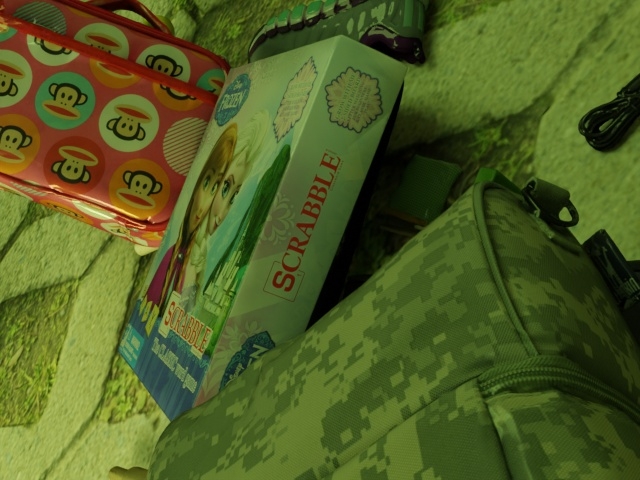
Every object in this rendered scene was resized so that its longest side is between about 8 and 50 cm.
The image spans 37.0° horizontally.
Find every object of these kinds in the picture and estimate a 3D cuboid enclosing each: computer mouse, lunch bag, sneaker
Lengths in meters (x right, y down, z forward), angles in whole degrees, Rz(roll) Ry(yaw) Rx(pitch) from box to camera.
[{"bbox_3d":[0.258,-0.054,0.653,0.106,0.042,0.193,-39,39,19],"label":"computer mouse"},{"bbox_3d":[0.048,0.135,0.524,0.305,0.213,0.256,-38,45,24],"label":"lunch bag"},{"bbox_3d":[0.009,-0.186,0.963,0.224,0.083,0.098,-18,61,39],"label":"sneaker"},{"bbox_3d":[-0.246,-0.152,1.067,0.120,0.293,0.258,116,174,-77],"label":"lunch bag"}]

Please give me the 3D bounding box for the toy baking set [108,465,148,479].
[{"bbox_3d":[-0.198,0.318,0.937,0.256,0.030,0.196,8,75,49],"label":"toy baking set"}]

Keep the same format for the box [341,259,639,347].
[{"bbox_3d":[0.111,0.165,0.665,0.293,0.073,0.295,-3,66,45],"label":"box"}]

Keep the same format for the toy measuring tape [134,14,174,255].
[{"bbox_3d":[-0.224,-0.148,1.162,0.121,0.121,0.330,-22,54,38],"label":"toy measuring tape"}]

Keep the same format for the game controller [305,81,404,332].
[{"bbox_3d":[0.000,0.000,0.851,0.166,0.067,0.319,-9,61,66],"label":"game controller"}]

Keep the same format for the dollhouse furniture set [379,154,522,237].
[{"bbox_3d":[0.097,-0.037,0.799,0.152,0.059,0.076,18,82,50],"label":"dollhouse furniture set"}]

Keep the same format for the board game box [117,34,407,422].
[{"bbox_3d":[-0.070,-0.009,0.843,0.317,0.066,0.319,-69,21,-3],"label":"board game box"}]
